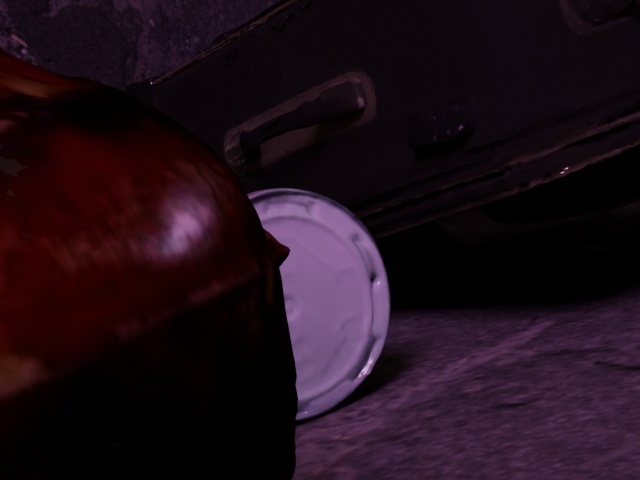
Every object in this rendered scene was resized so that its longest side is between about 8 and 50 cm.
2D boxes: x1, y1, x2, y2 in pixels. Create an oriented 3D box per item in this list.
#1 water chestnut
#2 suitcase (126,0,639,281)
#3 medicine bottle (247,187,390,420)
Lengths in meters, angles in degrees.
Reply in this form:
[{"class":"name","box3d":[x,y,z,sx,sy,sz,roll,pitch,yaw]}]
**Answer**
[{"class":"water chestnut","box3d":[-0.159,0.022,0.502,0.300,0.300,0.300,-14,9,2]},{"class":"suitcase","box3d":[0.078,-0.089,0.952,0.283,0.194,0.434,-21,0,-33]},{"class":"medicine bottle","box3d":[-0.113,0.025,0.929,0.108,0.108,0.426,-19,10,-26]}]
